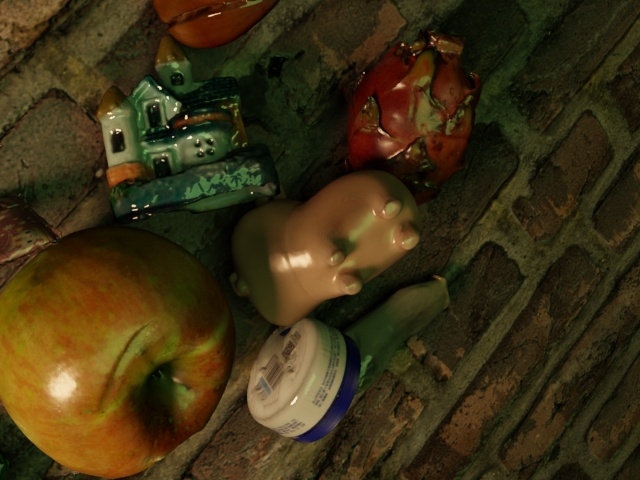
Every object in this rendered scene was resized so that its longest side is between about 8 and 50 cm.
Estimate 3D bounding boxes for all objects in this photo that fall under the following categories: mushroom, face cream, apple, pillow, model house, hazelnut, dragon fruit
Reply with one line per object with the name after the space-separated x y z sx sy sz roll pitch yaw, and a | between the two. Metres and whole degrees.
0.123 0.180 1.433 0.351 0.097 0.109 -39 115 -21 | mushroom
-0.035 0.235 1.289 0.111 0.206 0.206 33 82 -25 | face cream
-0.297 0.149 1.063 0.340 0.340 0.339 -5 101 -28 | apple
-0.444 -0.013 1.043 0.118 0.185 0.043 -30 135 -24 | pillow
-0.214 -0.179 1.130 0.253 0.184 0.291 -14 85 -4 | model house
-0.149 -0.388 1.116 0.208 0.208 0.208 -5 101 -28 | hazelnut
0.156 -0.213 1.317 0.250 0.250 0.315 -19 120 -26 | dragon fruit

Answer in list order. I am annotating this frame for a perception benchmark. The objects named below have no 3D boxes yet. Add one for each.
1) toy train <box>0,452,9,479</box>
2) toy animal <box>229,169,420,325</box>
-0.534 0.422 1.077 0.202 0.145 0.266 -15 105 -23 | toy train
0.000 0.000 1.230 0.326 0.269 0.237 -30 109 -12 | toy animal
